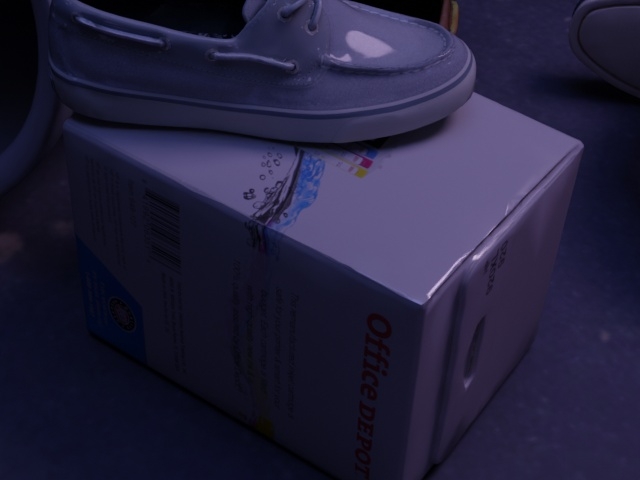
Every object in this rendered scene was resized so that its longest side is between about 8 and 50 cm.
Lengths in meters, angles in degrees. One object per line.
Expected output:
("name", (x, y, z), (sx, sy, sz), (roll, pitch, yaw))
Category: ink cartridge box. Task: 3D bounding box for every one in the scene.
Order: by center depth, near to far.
("ink cartridge box", (0.000, 0.000, 0.808), (0.232, 0.171, 0.168), (28, 49, 23))

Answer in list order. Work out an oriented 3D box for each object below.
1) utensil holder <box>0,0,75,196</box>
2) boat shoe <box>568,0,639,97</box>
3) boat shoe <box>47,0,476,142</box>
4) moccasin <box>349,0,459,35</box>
("utensil holder", (-0.220, -0.257, 0.945), (0.327, 0.328, 0.385), (17, 43, 14))
("boat shoe", (0.307, -0.154, 1.041), (0.254, 0.095, 0.079), (5, 46, 0))
("boat shoe", (-0.030, -0.105, 0.732), (0.227, 0.081, 0.079), (2, 44, -1))
("moccasin", (0.032, -0.192, 1.024), (0.139, 0.147, 0.380), (4, 43, 2))
